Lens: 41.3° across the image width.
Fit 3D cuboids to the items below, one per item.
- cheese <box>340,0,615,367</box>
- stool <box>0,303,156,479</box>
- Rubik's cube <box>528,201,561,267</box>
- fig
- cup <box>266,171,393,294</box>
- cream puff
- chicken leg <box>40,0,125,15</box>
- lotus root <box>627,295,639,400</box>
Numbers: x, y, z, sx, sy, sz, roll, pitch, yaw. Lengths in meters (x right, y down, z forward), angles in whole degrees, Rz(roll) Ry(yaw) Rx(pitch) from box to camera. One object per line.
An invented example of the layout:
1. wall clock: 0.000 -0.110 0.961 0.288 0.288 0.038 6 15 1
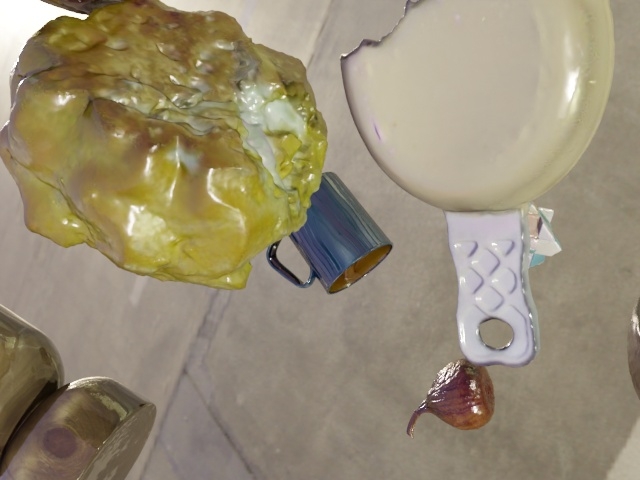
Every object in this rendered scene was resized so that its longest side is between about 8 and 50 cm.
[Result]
1. cheese: 0.108 -0.057 0.486 0.163 0.070 0.249 -26 86 32
2. stool: -0.331 0.177 0.890 0.179 0.264 0.179 -57 -9 -14
3. Rubik's cube: 0.241 -0.007 1.000 0.073 0.075 0.084 100 162 -71
4. fig: 0.253 0.322 1.713 0.201 0.146 0.134 -24 96 31
5. cup: 0.003 -0.005 1.192 0.138 0.150 0.113 53 157 16
6. cream puff: -0.126 -0.068 0.699 0.282 0.281 0.185 -109 33 -44
7. chicken leg: -0.272 -0.323 0.716 0.211 0.361 0.140 4 65 30
8. lotus root: 0.424 0.162 0.935 0.210 0.314 0.142 26 121 17
